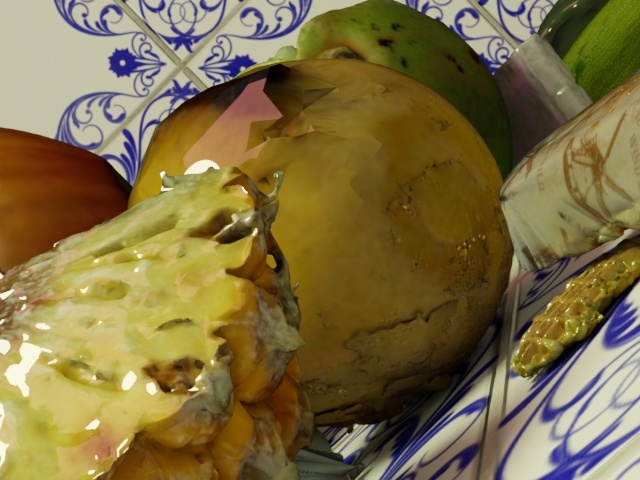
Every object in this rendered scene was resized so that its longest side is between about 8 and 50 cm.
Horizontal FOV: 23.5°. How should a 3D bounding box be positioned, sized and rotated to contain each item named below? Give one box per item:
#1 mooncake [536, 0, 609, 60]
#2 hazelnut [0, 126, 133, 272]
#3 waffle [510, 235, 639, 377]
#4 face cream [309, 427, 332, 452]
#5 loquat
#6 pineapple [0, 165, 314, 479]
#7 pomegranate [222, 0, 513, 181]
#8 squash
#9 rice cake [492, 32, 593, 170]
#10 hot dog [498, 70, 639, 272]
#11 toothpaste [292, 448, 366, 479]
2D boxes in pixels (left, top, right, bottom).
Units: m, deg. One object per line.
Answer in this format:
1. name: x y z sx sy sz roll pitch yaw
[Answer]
1. mooncake: 0.313 -0.242 1.641 0.168 0.104 0.175 -41 3 -14
2. hazelnut: -0.251 0.088 1.105 0.366 0.366 0.366 -44 1 1
3. waffle: 0.123 0.033 0.738 0.085 0.016 0.078 -44 1 -37
4. face cream: -0.077 0.155 0.898 0.182 0.051 0.072 -17 -10 -30
5. loquat: 0.000 0.000 0.917 0.235 0.235 0.235 -44 1 1
6. pineapple: -0.099 0.173 0.710 0.344 0.286 0.209 -29 39 -5
7. pomegranate: 0.032 -0.013 1.256 0.310 0.216 0.358 -42 -30 -28
8. squash: 0.301 -0.200 1.444 0.318 0.080 0.071 -43 -37 -13
9. rice cake: 0.150 -0.077 1.389 0.050 0.106 0.298 -33 -5 -31
10. hot dog: 0.161 -0.045 0.720 0.131 0.069 0.253 -39 2 -21
11. toothpaste: -0.053 0.116 0.844 0.045 0.170 0.028 -47 38 30
